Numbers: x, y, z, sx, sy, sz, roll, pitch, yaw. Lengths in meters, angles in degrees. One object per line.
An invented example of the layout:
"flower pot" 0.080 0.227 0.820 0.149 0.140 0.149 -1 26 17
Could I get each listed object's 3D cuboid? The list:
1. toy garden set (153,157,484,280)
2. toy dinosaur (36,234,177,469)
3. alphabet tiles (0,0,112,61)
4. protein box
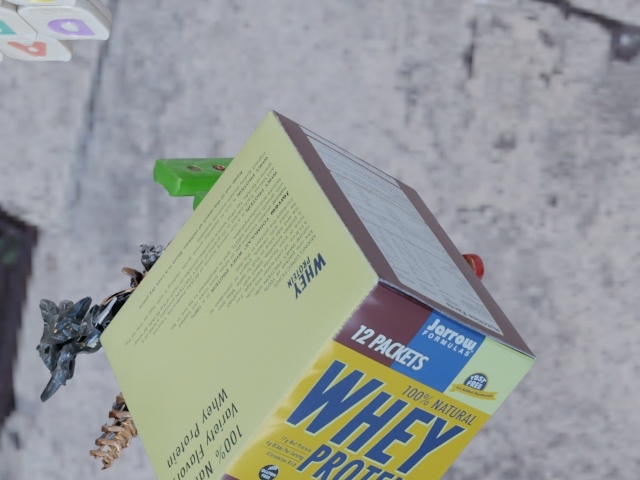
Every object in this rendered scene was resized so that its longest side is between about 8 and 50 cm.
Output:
"toy garden set" 0.000 0.000 1.657 0.244 0.203 0.049 39 122 45
"toy dinosaur" -0.154 0.081 1.806 0.218 0.322 0.164 -32 92 37
"alphabet tiles" -0.303 -0.174 1.395 0.284 0.278 0.021 1 77 13
"protein box" -0.008 0.068 1.210 0.200 0.136 0.201 -52 35 15
